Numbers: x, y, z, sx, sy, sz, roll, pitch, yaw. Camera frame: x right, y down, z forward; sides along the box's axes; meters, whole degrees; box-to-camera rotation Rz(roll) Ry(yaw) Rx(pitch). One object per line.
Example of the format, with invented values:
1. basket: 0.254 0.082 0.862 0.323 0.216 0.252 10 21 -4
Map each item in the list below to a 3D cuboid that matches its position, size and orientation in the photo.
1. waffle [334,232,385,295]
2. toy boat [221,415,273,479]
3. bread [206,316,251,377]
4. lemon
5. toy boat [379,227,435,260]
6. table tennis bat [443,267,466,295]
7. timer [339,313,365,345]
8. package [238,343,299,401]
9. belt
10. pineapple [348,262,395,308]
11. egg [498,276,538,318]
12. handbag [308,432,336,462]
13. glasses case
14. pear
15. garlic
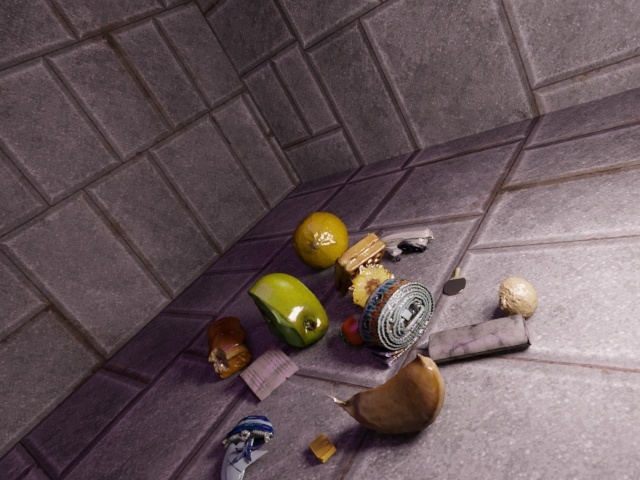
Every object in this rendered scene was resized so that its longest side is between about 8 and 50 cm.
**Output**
1. waffle: 0.166 0.115 1.908 0.224 0.098 0.327 -34 -22 -16
2. toy boat: -0.241 0.705 1.422 0.210 0.070 0.291 -35 25 3
3. bread: -0.442 0.487 2.041 0.195 0.148 0.344 -35 22 -7
4. lemon: 0.000 -0.001 2.333 0.336 0.336 0.336 -26 22 12
5. toy boat: 0.396 0.017 2.017 0.270 0.140 0.140 -21 24 23
6. table tennis bat: 0.526 0.159 1.672 0.087 0.013 0.156 -16 27 35
7. timer: 0.130 0.354 1.660 0.136 0.099 0.136 -39 12 10
8. package: -0.228 0.536 1.780 0.204 0.062 0.251 -41 27 -20
9. belt: 0.268 0.266 1.512 0.295 0.206 0.160 -41 21 -21
10. pineapple: 0.211 0.194 1.766 0.225 0.224 0.076 -35 4 -9
11. egg: 0.620 0.182 1.353 0.118 0.116 0.140 -14 67 14
12. handbag: 0.005 0.629 1.309 0.061 0.027 0.083 -38 21 -15
13. glasses case: 0.484 0.310 1.330 0.299 0.060 0.114 -20 26 26
14. pear: -0.102 0.304 1.816 0.318 0.342 0.238 27 60 34
15. garlic: 0.201 0.449 1.235 0.338 0.196 0.151 -31 6 23
